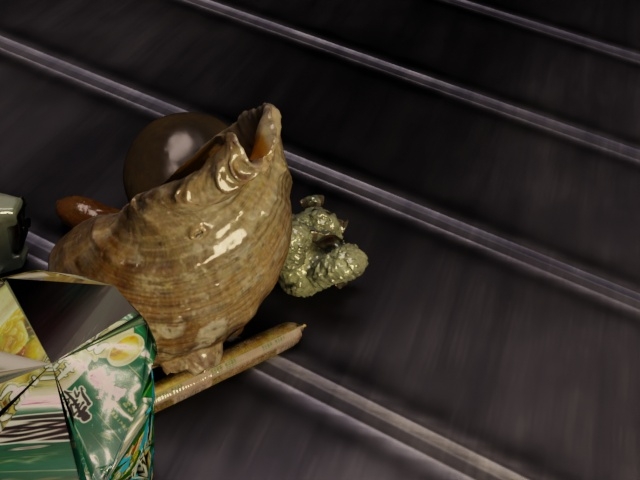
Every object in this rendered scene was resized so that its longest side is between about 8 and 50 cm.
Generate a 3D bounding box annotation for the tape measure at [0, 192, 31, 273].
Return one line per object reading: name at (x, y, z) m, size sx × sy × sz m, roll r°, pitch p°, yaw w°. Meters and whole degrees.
tape measure at (-0.487, 0.022, 1.013) m, size 0.243 × 0.125 × 0.246 m, roll 5°, pitch 38°, yaw -2°

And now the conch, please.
conch at (-0.126, 0.001, 0.964) m, size 0.352 × 0.210 × 0.297 m, roll -23°, pitch 30°, yaw 36°

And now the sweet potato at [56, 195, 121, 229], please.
sweet potato at (-0.266, -0.011, 1.154) m, size 0.194 × 0.056 × 0.056 m, roll 28°, pitch 42°, yaw 15°

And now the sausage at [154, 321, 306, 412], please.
sausage at (-0.123, 0.146, 0.990) m, size 0.269 × 0.033 × 0.033 m, roll -22°, pitch 47°, yaw -32°

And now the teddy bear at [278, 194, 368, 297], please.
teddy bear at (-0.010, 0.019, 1.130) m, size 0.133 × 0.111 × 0.213 m, roll 28°, pitch 13°, yaw -7°

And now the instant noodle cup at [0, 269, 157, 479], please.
instant noodle cup at (-0.251, 0.170, 0.802) m, size 0.240 × 0.178 × 0.240 m, roll 1°, pitch 50°, yaw -1°

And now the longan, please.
longan at (-0.178, -0.087, 1.179) m, size 0.167 × 0.167 × 0.187 m, roll 13°, pitch 56°, yaw 7°
